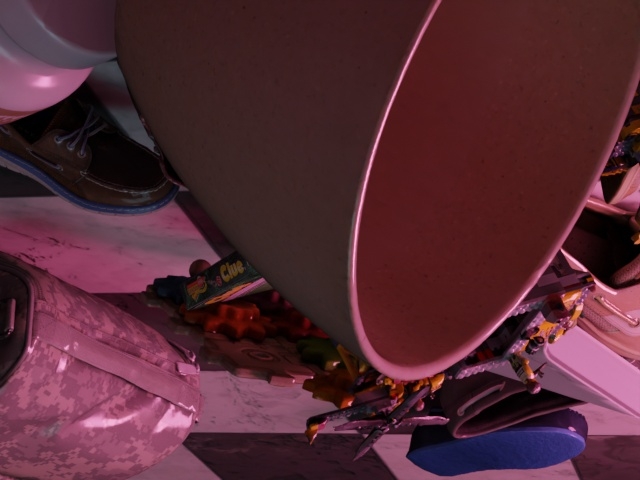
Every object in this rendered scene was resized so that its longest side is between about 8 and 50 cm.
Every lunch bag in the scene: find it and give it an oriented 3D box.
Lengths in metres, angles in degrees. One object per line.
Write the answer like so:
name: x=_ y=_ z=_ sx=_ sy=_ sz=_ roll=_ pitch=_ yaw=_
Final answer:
lunch bag: x=-0.294 y=0.135 z=1.871 sx=0.256 sy=0.212 sz=0.305 roll=-8 pitch=156 yaw=31

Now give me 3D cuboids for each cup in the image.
cup: x=0.020 y=-0.115 z=1.110 sx=0.237 sy=0.331 sz=0.331 roll=26 pitch=168 yaw=26

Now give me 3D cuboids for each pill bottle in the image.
pill bottle: x=-0.238 y=-0.146 z=1.238 sx=0.265 sy=0.153 sz=0.153 roll=-16 pitch=150 yaw=42

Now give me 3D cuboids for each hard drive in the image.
hard drive: x=0.131 y=0.080 z=1.728 sx=0.307 sy=0.040 sz=0.203 roll=16 pitch=170 yaw=40

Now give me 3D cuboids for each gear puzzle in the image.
gear puzzle: x=-0.029 y=0.082 z=1.617 sx=0.175 sy=0.044 sz=0.339 roll=8 pitch=-168 yaw=-26

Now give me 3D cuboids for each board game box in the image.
board game box: x=0.000 y=0.000 z=1.533 sx=0.136 sy=0.030 sz=0.260 roll=-16 pitch=173 yaw=-34

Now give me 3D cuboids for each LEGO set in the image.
LEGO set: x=0.140 y=0.035 z=1.376 sx=0.255 sy=0.192 sz=0.331 roll=-9 pitch=151 yaw=-36

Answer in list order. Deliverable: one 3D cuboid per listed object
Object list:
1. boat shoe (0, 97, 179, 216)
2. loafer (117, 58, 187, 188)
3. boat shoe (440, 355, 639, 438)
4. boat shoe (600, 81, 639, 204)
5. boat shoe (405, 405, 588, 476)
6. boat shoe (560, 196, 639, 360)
boat shoe: x=-0.197 y=-0.074 z=1.479 sx=0.183 sy=0.066 sz=0.066 roll=18 pitch=145 yaw=15
loafer: x=-0.076 y=-0.075 z=1.403 sx=0.134 sy=0.130 sz=0.366 roll=-2 pitch=160 yaw=16
boat shoe: x=0.267 y=0.140 z=1.917 sx=0.335 sy=0.095 sz=0.112 roll=-13 pitch=152 yaw=38
boat shoe: x=0.252 y=-0.075 z=1.447 sx=0.048 sy=0.056 sz=0.153 roll=-1 pitch=149 yaw=-10
boat shoe: x=0.192 y=0.201 z=2.109 sx=0.258 sy=0.089 sz=0.109 roll=-10 pitch=141 yaw=44
boat shoe: x=0.264 y=0.026 z=1.628 sx=0.302 sy=0.109 sz=0.098 roll=24 pitch=153 yaw=-27
